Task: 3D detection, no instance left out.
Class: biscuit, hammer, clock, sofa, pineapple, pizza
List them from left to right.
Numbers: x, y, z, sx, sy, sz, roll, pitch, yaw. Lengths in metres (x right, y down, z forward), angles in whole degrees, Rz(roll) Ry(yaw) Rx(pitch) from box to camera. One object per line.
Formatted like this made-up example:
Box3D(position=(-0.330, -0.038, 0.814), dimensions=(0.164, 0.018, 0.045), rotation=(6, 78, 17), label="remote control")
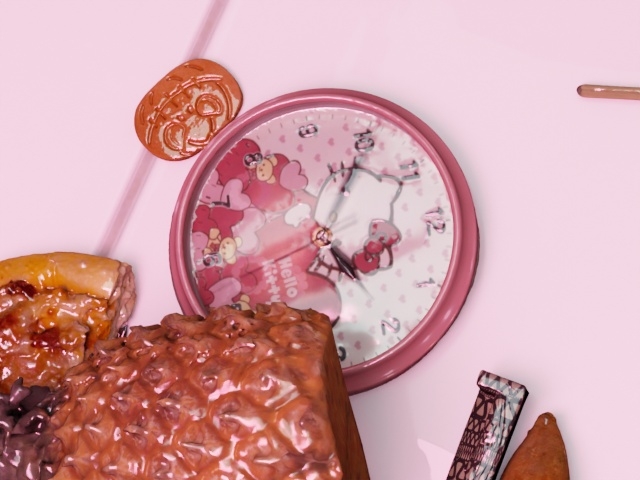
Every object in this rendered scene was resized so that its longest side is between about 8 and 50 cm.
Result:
Box3D(position=(-0.221, 0.105, 1.430), dimensions=(0.154, 0.069, 0.194), rotation=(-5, 79, 10), label="pizza")
Box3D(position=(-0.143, 0.155, 1.309), dimensions=(0.362, 0.202, 0.202), rotation=(-7, 78, 13), label="pineapple")
Box3D(position=(-0.104, -0.102, 1.474), dimensions=(0.091, 0.015, 0.078), rotation=(-45, 75, 1), label="biscuit")
Box3D(position=(0.000, 0.000, 1.414), dimensions=(0.244, 0.056, 0.244), rotation=(-2, 78, 11), label="clock")
Box3D(position=(0.117, 0.158, 1.360), dimensions=(0.039, 0.060, 0.118), rotation=(19, 84, 10), label="sofa")
Box3D(position=(0.293, -0.118, 1.396), dimensions=(0.195, 0.028, 0.060), rotation=(6, 76, 13), label="hammer")

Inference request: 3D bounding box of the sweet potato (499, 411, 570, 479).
Box3D(position=(0.154, 0.301, 1.319), dimensions=(0.108, 0.079, 0.346), rotation=(-10, 81, -3), label="sweet potato")
